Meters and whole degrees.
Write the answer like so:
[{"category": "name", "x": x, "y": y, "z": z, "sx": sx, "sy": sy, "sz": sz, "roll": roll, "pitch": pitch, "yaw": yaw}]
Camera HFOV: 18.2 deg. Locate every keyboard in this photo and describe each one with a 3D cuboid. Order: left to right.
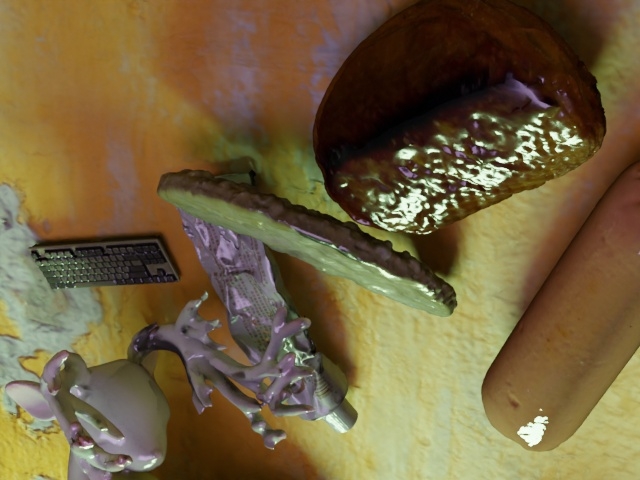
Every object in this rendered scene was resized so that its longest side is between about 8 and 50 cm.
[{"category": "keyboard", "x": -0.181, "y": 0.020, "z": 1.665, "sx": 0.129, "sy": 0.015, "sz": 0.049, "roll": -3, "pitch": 127, "yaw": 27}]

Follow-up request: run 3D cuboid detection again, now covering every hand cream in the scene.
[{"category": "hand cream", "x": -0.040, "y": 0.057, "z": 1.615, "sx": 0.084, "sy": 0.050, "sz": 0.257, "roll": -9, "pitch": 121, "yaw": 34}]

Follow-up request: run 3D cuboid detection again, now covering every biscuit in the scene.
[{"category": "biscuit", "x": -0.003, "y": -0.002, "z": 1.490, "sx": 0.250, "sy": 0.032, "sz": 0.133, "roll": 23, "pitch": 172, "yaw": -5}]

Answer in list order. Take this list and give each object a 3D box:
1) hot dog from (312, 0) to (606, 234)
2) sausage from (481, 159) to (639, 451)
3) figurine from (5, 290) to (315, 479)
[{"category": "hot dog", "x": 0.098, "y": -0.085, "z": 1.388, "sx": 0.227, "sy": 0.099, "sz": 0.160, "roll": -17, "pitch": 121, "yaw": 42}, {"category": "sausage", "x": 0.200, "y": 0.055, "z": 1.474, "sx": 0.086, "sy": 0.086, "sz": 0.289, "roll": 28, "pitch": 133, "yaw": 0}, {"category": "figurine", "x": -0.113, "y": 0.183, "z": 1.613, "sx": 0.284, "sy": 0.206, "sz": 0.316, "roll": 13, "pitch": 133, "yaw": 55}]
